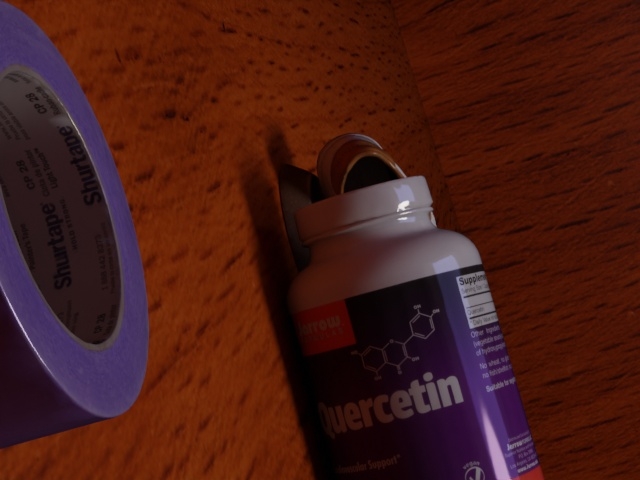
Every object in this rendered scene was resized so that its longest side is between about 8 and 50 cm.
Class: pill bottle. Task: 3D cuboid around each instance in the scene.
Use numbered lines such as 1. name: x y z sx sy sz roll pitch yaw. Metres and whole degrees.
1. pill bottle: 0.077 0.114 1.352 0.181 0.182 0.323 3 71 -79

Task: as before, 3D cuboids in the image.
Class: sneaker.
1. sneaker: 0.080 0.033 1.501 0.290 0.106 0.123 61 -4 -10

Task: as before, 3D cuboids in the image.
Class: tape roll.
1. tape roll: -0.148 -0.004 0.663 0.189 0.080 0.189 -17 90 -79

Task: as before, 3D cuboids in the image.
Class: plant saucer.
1. plant saucer: 0.000 0.000 1.539 0.168 0.029 0.168 -16 90 -80
